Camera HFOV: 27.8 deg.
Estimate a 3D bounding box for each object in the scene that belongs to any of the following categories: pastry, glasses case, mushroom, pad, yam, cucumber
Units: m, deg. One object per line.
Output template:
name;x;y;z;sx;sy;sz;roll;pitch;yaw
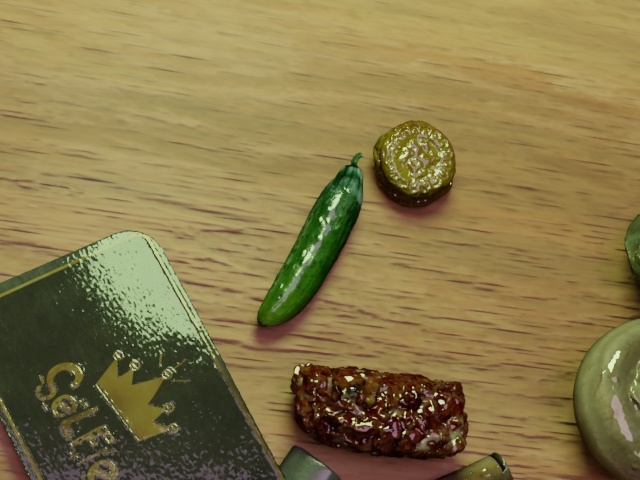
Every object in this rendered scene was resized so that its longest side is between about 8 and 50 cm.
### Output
pastry;0.067;0.192;1.446;0.209;0.115;0.097;9;84;-14
glasses case;-0.053;0.320;1.413;0.072;0.042;0.190;34;69;5
mushroom;0.404;0.180;1.478;0.207;0.215;0.207;8;66;-18
pad;-0.237;0.184;1.372;0.315;0.063;0.375;-26;76;-19
yam;0.097;0.309;1.450;0.264;0.046;0.046;-22;81;-19
cucumber;0.000;0.000;1.509;0.056;0.056;0.250;30;72;-4
pastry;0.115;-0.093;1.564;0.109;0.057;0.097;29;71;-4

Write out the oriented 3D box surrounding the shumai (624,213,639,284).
shumai;0.499;0.048;1.564;0.189;0.256;0.218;-33;107;18
